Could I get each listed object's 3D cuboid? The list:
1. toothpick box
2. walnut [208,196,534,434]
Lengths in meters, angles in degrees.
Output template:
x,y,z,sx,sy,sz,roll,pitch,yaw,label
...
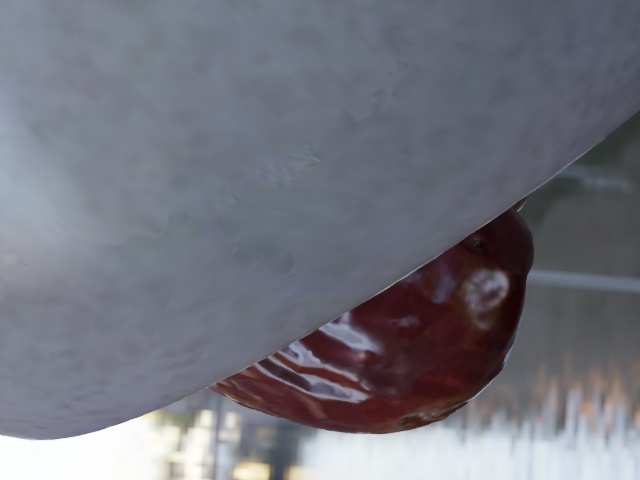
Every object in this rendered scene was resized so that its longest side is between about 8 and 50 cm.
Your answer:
x,y,z,sx,sy,sz,roll,pitch,yaw,label
-0.093,-0.190,0.580,0.425,0.409,0.409,56,-177,-9,toothpick box
0.000,0.000,1.328,0.222,0.269,0.244,-123,47,-73,walnut
